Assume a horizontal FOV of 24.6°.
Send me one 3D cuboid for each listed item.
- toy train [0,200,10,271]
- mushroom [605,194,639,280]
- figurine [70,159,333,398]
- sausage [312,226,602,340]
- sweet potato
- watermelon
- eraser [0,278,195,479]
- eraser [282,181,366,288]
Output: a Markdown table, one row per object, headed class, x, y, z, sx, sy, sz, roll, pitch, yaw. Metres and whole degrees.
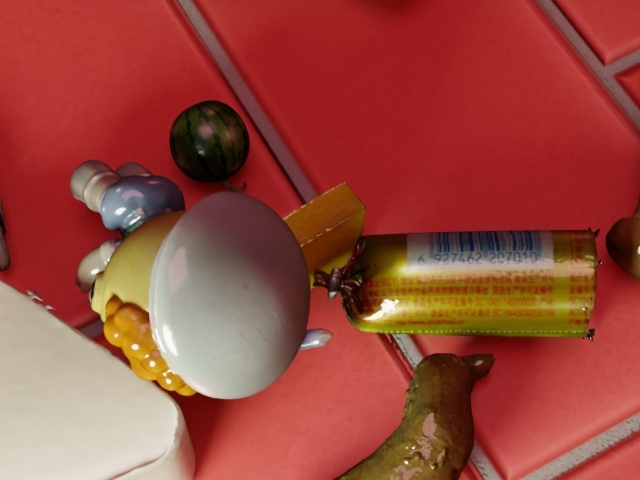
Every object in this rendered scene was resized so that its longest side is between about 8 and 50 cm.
| class | x | y | z | sx | sy | sz | roll | pitch | yaw |
| --- | --- | --- | --- | --- | --- | --- | --- | --- | --- |
| toy train | -0.412 | -0.061 | 1.741 | 0.051 | 0.052 | 0.234 | -28 | 64 | -18 |
| mushroom | 0.428 | -0.110 | 1.699 | 0.128 | 0.128 | 0.350 | 19 | 68 | 12 |
| figurine | -0.172 | 0.006 | 1.570 | 0.224 | 0.205 | 0.382 | -6 | 33 | -46 |
| sausage | 0.149 | 0.052 | 1.627 | 0.317 | 0.117 | 0.125 | -1 | 92 | 4 |
| sweet potato | 0.090 | 0.225 | 1.544 | 0.310 | 0.098 | 0.124 | -43 | 46 | -17 |
| watermelon | -0.131 | -0.112 | 1.733 | 0.109 | 0.109 | 0.109 | -1 | 62 | 2 |
| eraser | -0.336 | 0.229 | 1.530 | 0.331 | 0.150 | 0.331 | 0 | 60 | 0 |
| eraser | 0.000 | 0.000 | 1.651 | 0.097 | 0.122 | 0.045 | -32 | 67 | -16 |
